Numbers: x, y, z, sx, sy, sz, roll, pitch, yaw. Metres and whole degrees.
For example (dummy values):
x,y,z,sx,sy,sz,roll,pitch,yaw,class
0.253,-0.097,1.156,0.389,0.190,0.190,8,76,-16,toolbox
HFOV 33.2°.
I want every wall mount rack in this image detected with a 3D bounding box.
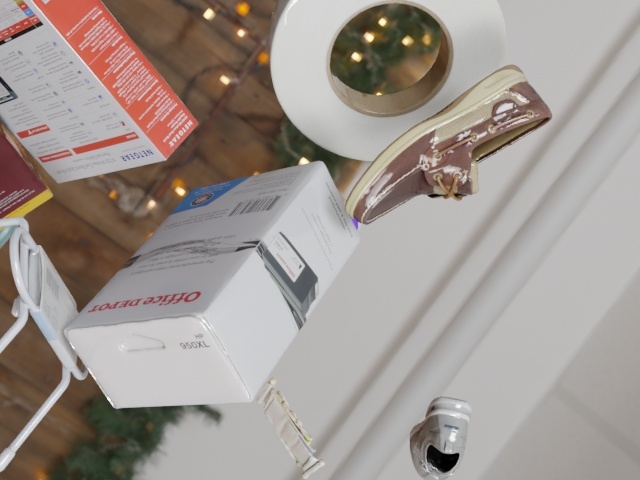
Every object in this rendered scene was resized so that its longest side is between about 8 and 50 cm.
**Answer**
x,y,z,sx,sy,sz,roll,pitch,yaw,class
-0.442,0.149,1.566,0.350,0.130,0.304,78,3,-56,wall mount rack

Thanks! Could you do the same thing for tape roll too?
x,y,z,sx,sy,sz,roll,pitch,yaw,class
0.107,-0.307,1.745,0.392,0.392,0.072,-47,-152,23,tape roll

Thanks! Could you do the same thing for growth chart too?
x,y,z,sx,sy,sz,roll,pitch,yaw,class
-0.069,0.426,2.421,0.021,0.237,0.172,-29,174,-28,growth chart

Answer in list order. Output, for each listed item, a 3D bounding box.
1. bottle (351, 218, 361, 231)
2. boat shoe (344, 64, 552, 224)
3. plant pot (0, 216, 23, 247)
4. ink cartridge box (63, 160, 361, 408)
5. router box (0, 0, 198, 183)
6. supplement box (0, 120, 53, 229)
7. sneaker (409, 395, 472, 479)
x,y,z,sx,sy,sz,roll,pitch,yaw,class
0.000,0.000,2.147,0.092,0.118,0.283,-33,-179,30,bottle
0.195,-0.119,1.614,0.342,0.123,0.123,-36,163,-3,boat shoe
-0.700,-0.082,2.034,0.293,0.235,0.293,-52,179,-1,plant pot
-0.156,0.067,1.649,0.285,0.166,0.395,-9,-150,36,ink cartridge box
-0.379,-0.232,1.548,0.335,0.301,0.082,-4,-139,50,router box
-0.570,-0.114,1.706,0.191,0.194,0.129,-34,-131,-3,supplement box
0.212,0.396,1.994,0.281,0.105,0.115,90,13,-55,sneaker
